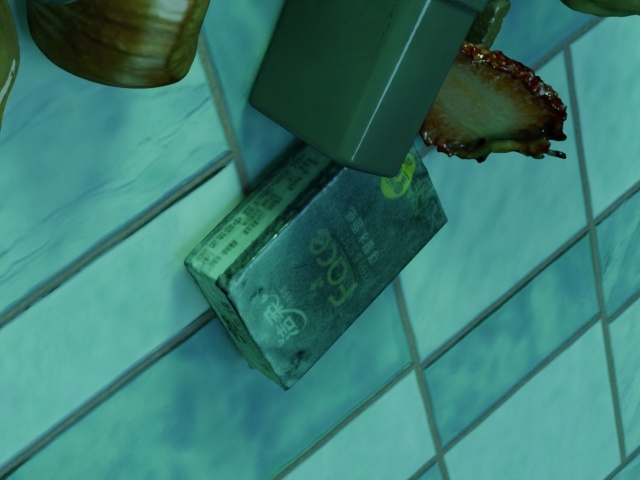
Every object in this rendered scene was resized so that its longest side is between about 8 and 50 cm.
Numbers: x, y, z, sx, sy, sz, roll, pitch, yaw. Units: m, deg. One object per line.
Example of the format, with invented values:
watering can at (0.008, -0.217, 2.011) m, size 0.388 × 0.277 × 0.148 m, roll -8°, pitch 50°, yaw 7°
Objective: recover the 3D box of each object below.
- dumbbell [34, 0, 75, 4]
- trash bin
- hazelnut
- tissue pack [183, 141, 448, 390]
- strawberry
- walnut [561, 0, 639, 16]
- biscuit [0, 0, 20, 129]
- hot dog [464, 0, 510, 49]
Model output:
dumbbell at (-0.302, -0.244, 1.074) m, size 0.406 × 0.179 × 0.179 m, roll -11°, pitch 120°, yaw -41°
trash bin at (0.046, -0.196, 1.453) m, size 0.101 × 0.176 × 0.236 m, roll 9°, pitch 111°, yaw -48°
hazelnut at (-0.162, -0.194, 1.277) m, size 0.150 × 0.150 × 0.150 m, roll -24°, pitch 128°, yaw -34°
tissue pack at (0.000, 0.000, 1.592) m, size 0.257 × 0.081 × 0.185 m, roll -46°, pitch 137°, yaw -16°
strawberry at (0.161, -0.165, 1.617) m, size 0.208 × 0.167 × 0.087 m, roll 53°, pitch 42°, yaw -46°
walnut at (0.295, -0.354, 1.526) m, size 0.253 × 0.277 × 0.282 m, roll -47°, pitch 126°, yaw -2°
biscuit at (-0.307, -0.119, 1.256) m, size 0.142 × 0.029 × 0.221 m, roll 9°, pitch 107°, yaw -47°
hot dog at (0.167, -0.223, 1.661) m, size 0.030 × 0.034 × 0.090 m, roll -28°, pitch 150°, yaw -44°
